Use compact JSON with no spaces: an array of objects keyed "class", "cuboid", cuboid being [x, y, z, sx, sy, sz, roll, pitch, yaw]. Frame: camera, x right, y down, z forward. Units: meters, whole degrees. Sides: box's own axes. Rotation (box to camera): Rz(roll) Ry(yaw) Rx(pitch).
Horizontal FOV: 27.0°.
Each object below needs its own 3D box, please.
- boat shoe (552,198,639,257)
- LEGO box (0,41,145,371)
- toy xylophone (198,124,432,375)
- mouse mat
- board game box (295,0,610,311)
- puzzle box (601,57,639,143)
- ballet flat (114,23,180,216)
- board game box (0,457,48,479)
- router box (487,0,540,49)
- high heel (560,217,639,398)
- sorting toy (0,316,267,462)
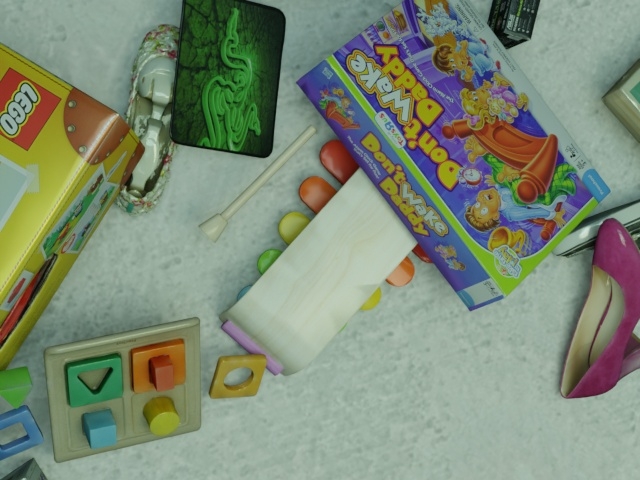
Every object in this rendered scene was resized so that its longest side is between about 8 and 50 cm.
[{"class":"boat shoe","cuboid":[0.396,-0.011,1.691,0.219,0.078,0.070,-20,92,-10]},{"class":"LEGO box","cuboid":[-0.491,-0.003,1.465,0.373,0.193,0.500,31,85,5]},{"class":"toy xylophone","cuboid":[0.000,0.000,1.630,0.323,0.081,0.236,-40,96,-6]},{"class":"mouse mat","cuboid":[-0.111,-0.201,1.616,0.153,0.007,0.189,6,89,-38]},{"class":"board game box","cuboid":[0.166,-0.123,1.612,0.233,0.078,0.347,-41,97,-32]},{"class":"puzzle box","cuboid":[0.579,-0.122,1.702,0.272,0.052,0.409,-44,96,-19]},{"class":"ballet flat","cuboid":[-0.196,-0.146,1.604,0.091,0.077,0.240,10,88,-9]},{"class":"board game box","cuboid":[-0.322,0.415,1.552,0.142,0.144,0.275,-33,94,-6]},{"class":"router box","cuboid":[0.245,-0.305,1.661,0.038,0.092,0.122,15,88,-9]},{"class":"high heel","cuboid":[0.338,0.088,1.645,0.117,0.082,0.244,-24,131,-16]},{"class":"sorting toy","cuboid":[-0.221,0.183,1.548,0.348,0.047,0.196,-11,131,-19]}]
